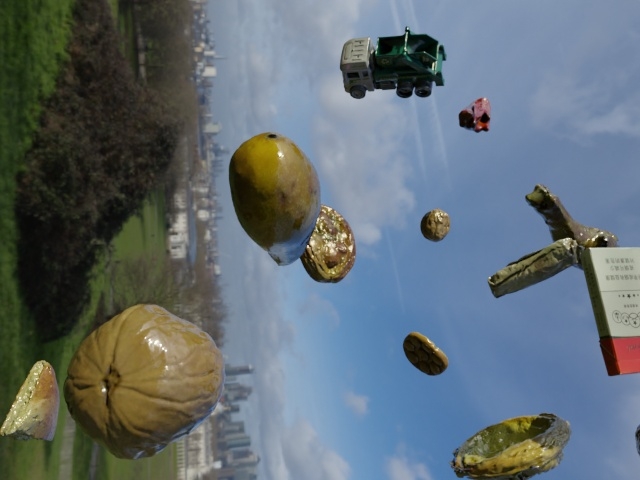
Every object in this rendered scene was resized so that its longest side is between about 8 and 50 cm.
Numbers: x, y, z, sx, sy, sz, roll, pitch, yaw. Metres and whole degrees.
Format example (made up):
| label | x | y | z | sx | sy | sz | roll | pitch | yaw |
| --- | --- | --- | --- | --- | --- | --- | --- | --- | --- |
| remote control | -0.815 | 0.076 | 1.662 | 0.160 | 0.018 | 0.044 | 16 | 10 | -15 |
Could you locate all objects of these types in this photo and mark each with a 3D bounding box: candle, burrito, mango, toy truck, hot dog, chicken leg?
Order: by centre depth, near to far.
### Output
| label | x | y | z | sx | sy | sz | roll | pitch | yaw |
| --- | --- | --- | --- | --- | --- | --- | --- | --- | --- |
| mango | -0.071 | -0.067 | 1.021 | 0.175 | 0.176 | 0.329 | 39 | -7 | 24 |
| burrito | 0.404 | 0.051 | 1.025 | 0.058 | 0.188 | 0.045 | 54 | 24 | -14 |
| toy truck | 0.147 | -0.371 | 1.121 | 0.116 | 0.215 | 0.110 | 57 | 40 | -60 |
| candle | 0.416 | -0.340 | 1.439 | 0.059 | 0.084 | 0.302 | -43 | -176 | 31 |
| chicken leg | 0.751 | -0.012 | 1.590 | 0.211 | 0.361 | 0.140 | 23 | -101 | 53 |
| hot dog | 0.000 | 0.000 | 1.649 | 0.122 | 0.196 | 0.272 | -63 | -143 | 43 |

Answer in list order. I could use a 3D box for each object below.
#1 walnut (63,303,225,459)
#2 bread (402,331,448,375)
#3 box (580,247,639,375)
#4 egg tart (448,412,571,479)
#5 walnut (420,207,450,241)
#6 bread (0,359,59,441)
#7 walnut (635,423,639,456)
| label | x | y | z | sx | sy | sz | roll | pitch | yaw |
| --- | --- | --- | --- | --- | --- | --- | --- | --- | --- |
| walnut | -0.252 | 0.204 | 0.801 | 0.228 | 0.227 | 0.228 | 177 | -90 | -78 |
| bread | 0.220 | 0.240 | 1.147 | 0.110 | 0.024 | 0.110 | 32 | -40 | 31 |
| box | 0.592 | 0.134 | 1.055 | 0.035 | 0.138 | 0.245 | 138 | -52 | -65 |
| egg tart | 0.424 | 0.469 | 1.195 | 0.279 | 0.278 | 0.095 | 129 | -62 | -73 |
| walnut | 0.322 | -0.044 | 1.521 | 0.079 | 0.082 | 0.096 | 37 | 63 | -77 |
| bread | -0.505 | 0.318 | 0.977 | 0.154 | 0.054 | 0.136 | -85 | 178 | -54 |
| walnut | 0.670 | 0.400 | 1.055 | 0.105 | 0.105 | 0.125 | -119 | -175 | -66 |
